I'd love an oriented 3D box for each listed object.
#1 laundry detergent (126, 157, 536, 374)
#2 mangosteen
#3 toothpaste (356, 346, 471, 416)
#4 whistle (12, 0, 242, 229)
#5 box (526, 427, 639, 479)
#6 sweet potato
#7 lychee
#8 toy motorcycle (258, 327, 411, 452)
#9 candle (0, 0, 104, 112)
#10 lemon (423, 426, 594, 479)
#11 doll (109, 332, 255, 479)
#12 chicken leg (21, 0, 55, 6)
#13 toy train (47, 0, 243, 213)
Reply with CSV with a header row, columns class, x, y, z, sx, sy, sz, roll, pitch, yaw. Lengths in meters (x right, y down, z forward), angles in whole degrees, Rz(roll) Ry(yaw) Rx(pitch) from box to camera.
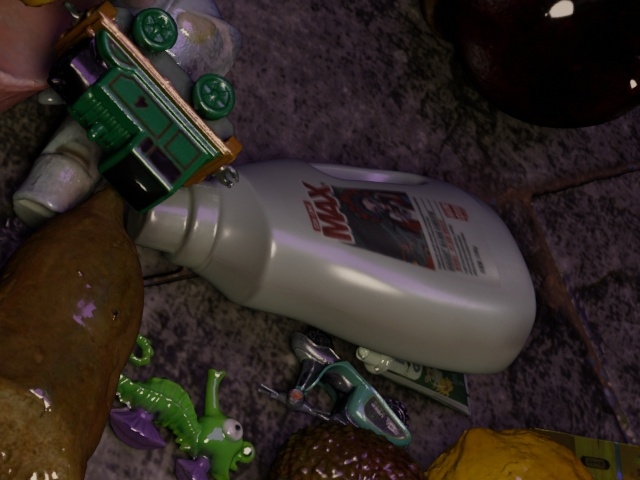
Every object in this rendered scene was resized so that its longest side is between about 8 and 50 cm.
class,x,y,z,sx,sy,sz,roll,pitch,yaw
laundry detergent,0.000,0.000,1.836,0.397,0.125,0.264,12,35,-24
mangosteen,0.265,-0.293,2.124,0.347,0.307,0.307,40,40,27
toothpaste,0.100,0.138,1.895,0.204,0.031,0.049,25,51,-50
whistle,-0.188,-0.149,1.794,0.142,0.133,0.346,41,58,-19
box,0.299,0.276,2.013,0.193,0.030,0.121,13,60,-34
sweet potato,-0.238,0.097,1.607,0.158,0.158,0.370,39,42,-16
lychee,0.027,0.248,1.720,0.171,0.171,0.171,18,57,-31
toy motorcycle,0.020,0.167,1.827,0.173,0.058,0.100,50,46,-3
candle,-0.323,-0.283,1.750,0.287,0.131,0.317,-26,95,-50
lemon,0.187,0.285,1.806,0.192,0.192,0.231,-44,114,-43
doll,-0.138,0.153,1.717,0.190,0.050,0.115,37,53,-15
chicken leg,-0.231,-0.355,1.700,0.295,0.182,0.409,32,34,-50
toy train,-0.165,-0.119,1.671,0.228,0.091,0.136,46,52,-14
